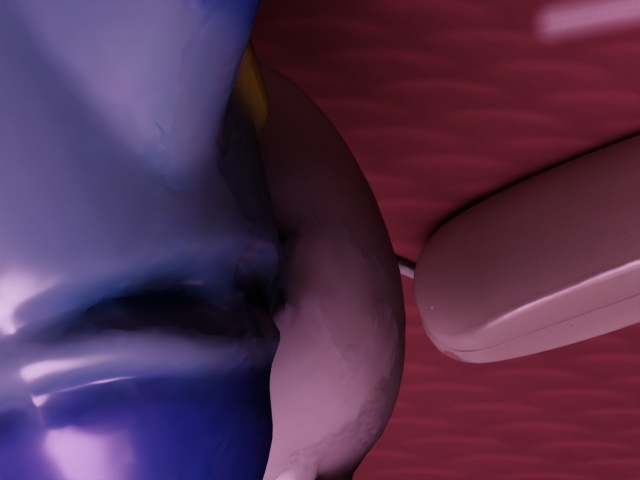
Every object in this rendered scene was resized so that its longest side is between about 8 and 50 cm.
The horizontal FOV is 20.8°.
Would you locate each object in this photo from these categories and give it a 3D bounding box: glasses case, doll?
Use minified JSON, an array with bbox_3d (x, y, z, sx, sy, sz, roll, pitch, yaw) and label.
[{"bbox_3d":[0.136,-0.005,0.751,0.204,0.081,0.051,-20,132,15],"label":"glasses case"},{"bbox_3d":[-0.081,-0.020,0.481,0.187,0.376,0.365,-46,139,-14],"label":"doll"}]

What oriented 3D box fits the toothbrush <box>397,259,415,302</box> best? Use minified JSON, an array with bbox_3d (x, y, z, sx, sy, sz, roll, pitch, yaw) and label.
[{"bbox_3d":[0.000,0.000,0.788,0.162,0.014,0.017,26,108,-28],"label":"toothbrush"}]
